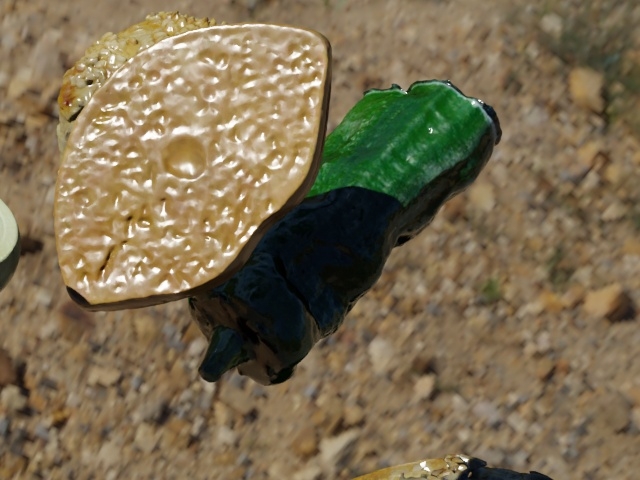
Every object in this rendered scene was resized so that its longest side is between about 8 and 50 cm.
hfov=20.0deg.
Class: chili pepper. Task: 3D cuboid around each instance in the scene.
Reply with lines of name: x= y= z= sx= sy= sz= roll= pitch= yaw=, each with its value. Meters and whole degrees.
chili pepper: x=0.000 y=0.000 z=1.246 sx=0.136 sy=0.099 sz=0.270 roll=18 pitch=57 yaw=36

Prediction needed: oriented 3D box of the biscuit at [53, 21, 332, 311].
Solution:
biscuit: x=-0.081 y=-0.049 z=1.092 sx=0.142 sy=0.029 sz=0.220 roll=39 pitch=90 yaw=12

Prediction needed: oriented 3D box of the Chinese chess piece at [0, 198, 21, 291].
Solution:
Chinese chess piece: x=-0.206 y=0.001 z=0.993 sx=0.084 sy=0.034 sz=0.084 roll=12 pitch=40 yaw=-11

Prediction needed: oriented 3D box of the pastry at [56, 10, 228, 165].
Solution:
pastry: x=-0.170 y=-0.113 z=2.011 sx=0.255 sy=0.162 sz=0.311 roll=-5 pitch=76 yaw=3

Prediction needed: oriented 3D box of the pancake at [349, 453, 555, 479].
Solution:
pancake: x=0.104 y=0.349 z=1.493 sx=0.382 sy=0.071 sz=0.382 roll=-5 pitch=56 yaw=8
